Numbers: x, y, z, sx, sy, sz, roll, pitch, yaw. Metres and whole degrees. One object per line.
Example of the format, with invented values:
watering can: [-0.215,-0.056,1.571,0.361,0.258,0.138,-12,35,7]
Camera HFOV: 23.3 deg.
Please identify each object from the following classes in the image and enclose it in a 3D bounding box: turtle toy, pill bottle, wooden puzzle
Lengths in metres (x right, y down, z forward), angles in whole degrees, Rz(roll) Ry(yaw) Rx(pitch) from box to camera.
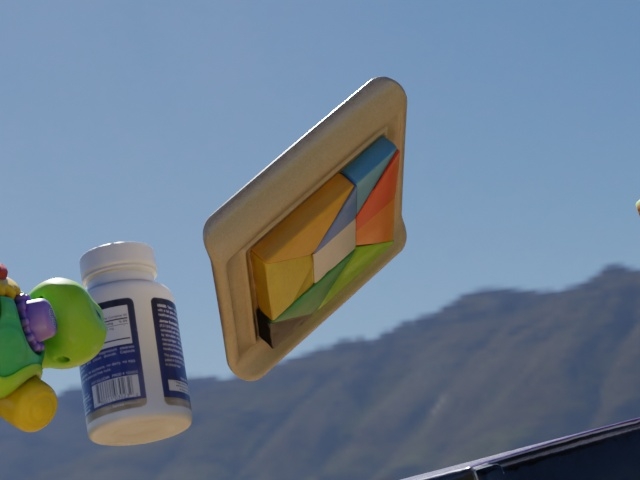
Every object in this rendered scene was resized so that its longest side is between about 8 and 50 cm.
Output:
turtle toy: [-0.155,0.042,0.720,0.095,0.066,0.130,23,3,40]
pill bottle: [-0.172,0.092,1.398,0.094,0.169,0.094,-9,-19,-3]
wooden puzzle: [0.000,0.000,1.334,0.221,0.044,0.239,-41,-28,-20]

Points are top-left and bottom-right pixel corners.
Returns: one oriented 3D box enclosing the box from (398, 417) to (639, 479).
box: [0.075,0.174,0.822,0.153,0.108,0.207,-7,-11,-43]

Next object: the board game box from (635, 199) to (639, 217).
board game box: [0.291,-0.043,0.732,0.259,0.039,0.124,-10,-17,-18]
